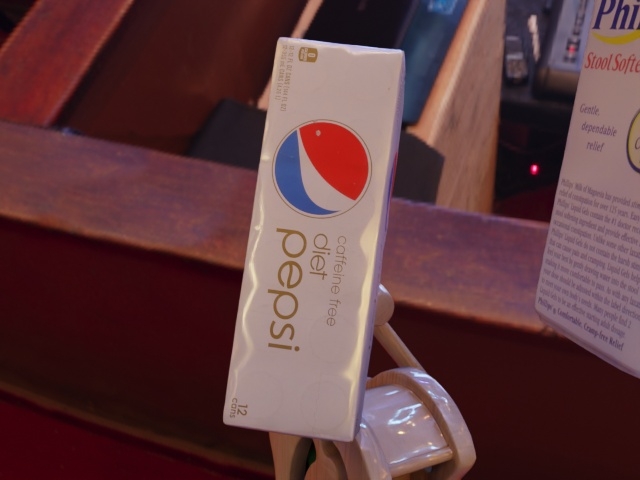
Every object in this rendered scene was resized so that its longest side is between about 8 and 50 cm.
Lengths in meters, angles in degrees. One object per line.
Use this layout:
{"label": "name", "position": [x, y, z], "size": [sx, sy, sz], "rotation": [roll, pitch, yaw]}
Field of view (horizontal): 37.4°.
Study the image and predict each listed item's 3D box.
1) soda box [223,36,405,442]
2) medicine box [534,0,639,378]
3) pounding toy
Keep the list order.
{"label": "soda box", "position": [0.000, 0.000, 0.541], "size": [0.073, 0.069, 0.216], "rotation": [7, 85, 6]}
{"label": "medicine box", "position": [0.321, -0.054, 0.657], "size": [0.263, 0.289, 0.149], "rotation": [6, 10, -18]}
{"label": "pounding toy", "position": [0.062, 0.159, 0.661], "size": [0.154, 0.270, 0.154], "rotation": [-11, 12, -27]}
